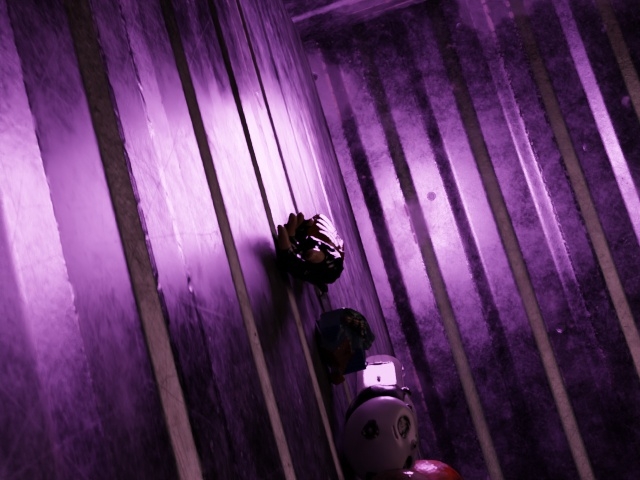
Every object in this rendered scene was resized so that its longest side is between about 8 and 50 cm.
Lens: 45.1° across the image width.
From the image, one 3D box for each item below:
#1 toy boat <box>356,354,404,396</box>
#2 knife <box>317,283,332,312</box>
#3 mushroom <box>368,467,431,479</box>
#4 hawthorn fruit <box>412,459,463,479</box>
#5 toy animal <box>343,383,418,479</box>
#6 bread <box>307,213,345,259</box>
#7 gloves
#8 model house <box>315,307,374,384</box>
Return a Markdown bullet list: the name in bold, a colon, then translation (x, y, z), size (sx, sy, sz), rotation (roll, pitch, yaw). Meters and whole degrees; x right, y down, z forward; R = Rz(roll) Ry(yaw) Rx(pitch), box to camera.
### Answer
- **toy boat**: translation (0.171, 0.404, 2.177), size (0.269, 0.141, 0.141), rotation (-34, 106, -85)
- **knife**: translation (0.014, 0.162, 1.991), size (0.060, 0.028, 0.230), rotation (-53, 129, -66)
- **mushroom**: translation (0.139, 0.547, 1.496), size (0.204, 0.204, 0.204), rotation (-17, 90, -83)
- **hawthorn fruit**: translation (0.282, 0.684, 2.019), size (0.235, 0.263, 0.231), rotation (48, -22, 13)
- **toy animal**: translation (0.133, 0.426, 1.682), size (0.235, 0.165, 0.187), rotation (-56, 139, -82)
- **bread**: translation (0.002, -0.002, 1.997), size (0.124, 0.084, 0.344), rotation (54, 8, -10)
- **gloves**: translation (-0.035, 0.017, 1.601), size (0.203, 0.124, 0.164), rotation (31, 5, -42)
- **model house**: translation (0.057, 0.254, 1.767), size (0.148, 0.119, 0.148), rotation (66, 18, -45)
